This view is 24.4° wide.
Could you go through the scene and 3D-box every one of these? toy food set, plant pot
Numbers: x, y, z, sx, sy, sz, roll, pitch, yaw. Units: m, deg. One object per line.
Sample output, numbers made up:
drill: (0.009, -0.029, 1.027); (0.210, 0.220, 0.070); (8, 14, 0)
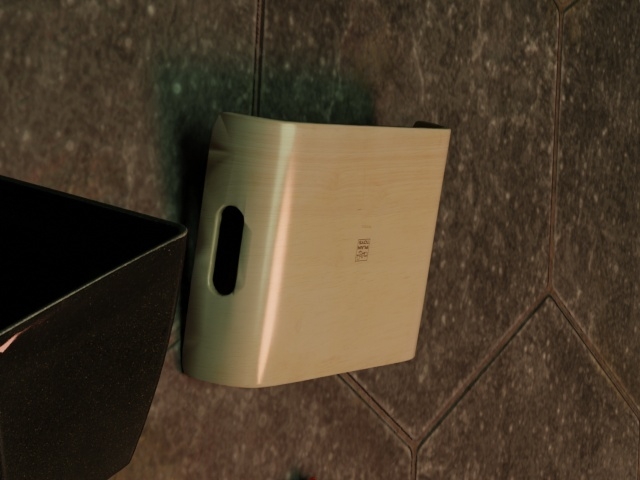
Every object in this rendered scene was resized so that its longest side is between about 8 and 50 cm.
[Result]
toy food set: (0.000, 0.000, 1.293); (0.306, 0.092, 0.219); (-4, 106, -53)
plant pot: (-0.205, 0.077, 0.918); (0.187, 0.188, 0.167); (-33, 129, -50)

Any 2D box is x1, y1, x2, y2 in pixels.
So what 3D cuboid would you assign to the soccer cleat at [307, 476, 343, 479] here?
soccer cleat: (-0.024, 0.279, 1.272); (0.196, 0.068, 0.076); (-39, 125, -51)
